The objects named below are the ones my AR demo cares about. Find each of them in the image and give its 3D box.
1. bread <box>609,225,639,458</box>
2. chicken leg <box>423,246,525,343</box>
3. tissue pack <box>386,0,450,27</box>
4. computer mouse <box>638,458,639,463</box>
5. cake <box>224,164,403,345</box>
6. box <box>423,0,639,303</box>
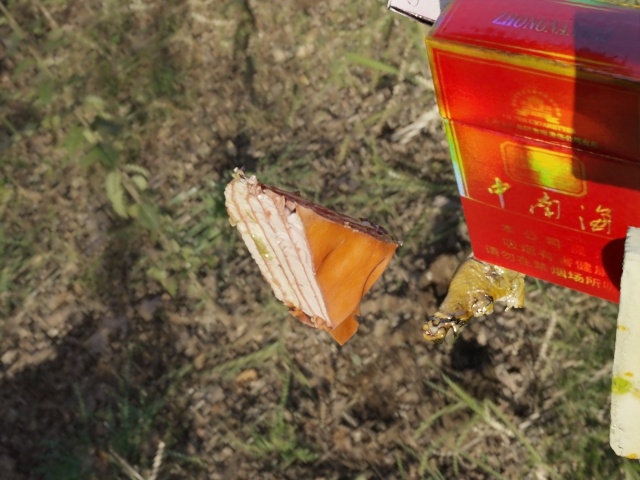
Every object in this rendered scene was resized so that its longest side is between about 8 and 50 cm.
[{"bbox_3d":[0.174,0.055,0.484,0.068,0.153,0.028,5,44,16],"label":"bread"},{"bbox_3d":[0.228,0.080,1.487,0.207,0.101,0.085,-45,30,-26],"label":"chicken leg"},{"bbox_3d":[0.156,-0.344,1.017,0.092,0.246,0.148,21,28,11],"label":"tissue pack"},{"bbox_3d":[0.279,0.150,0.733,0.090,0.167,0.379,-40,9,15],"label":"computer mouse"},{"bbox_3d":[-0.005,-0.004,1.006,0.135,0.287,0.098,-46,58,-7],"label":"cake"},{"bbox_3d":[0.221,-0.075,0.922,0.197,0.313,0.089,19,60,30],"label":"box"}]
